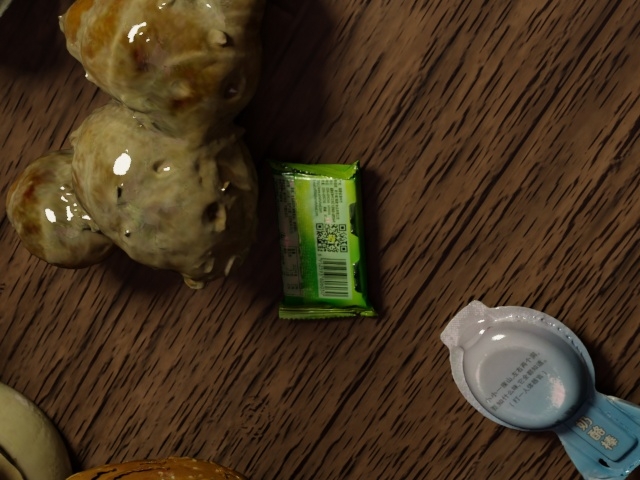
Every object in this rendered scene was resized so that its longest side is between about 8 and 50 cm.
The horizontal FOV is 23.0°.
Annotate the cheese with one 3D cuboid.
[{"bbox_3d":[0.229,0.150,1.573,0.244,0.052,0.135,38,118,-6],"label":"cheese"}]

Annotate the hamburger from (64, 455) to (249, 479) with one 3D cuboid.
[{"bbox_3d":[-0.157,0.341,1.644,0.260,0.245,0.211,21,120,47],"label":"hamburger"}]

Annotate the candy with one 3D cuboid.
[{"bbox_3d":[0.000,0.000,1.569,0.102,0.032,0.178,2,115,16],"label":"candy"}]

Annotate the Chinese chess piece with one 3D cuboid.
[{"bbox_3d":[-0.397,0.268,1.738,0.249,0.103,0.250,5,114,12],"label":"Chinese chess piece"}]

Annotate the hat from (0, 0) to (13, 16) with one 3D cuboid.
[{"bbox_3d":[-0.389,-0.305,1.420,0.161,0.232,0.275,-16,123,20],"label":"hat"}]

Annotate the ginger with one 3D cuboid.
[{"bbox_3d":[-0.155,-0.119,1.478,0.256,0.176,0.375,27,117,17],"label":"ginger"}]
